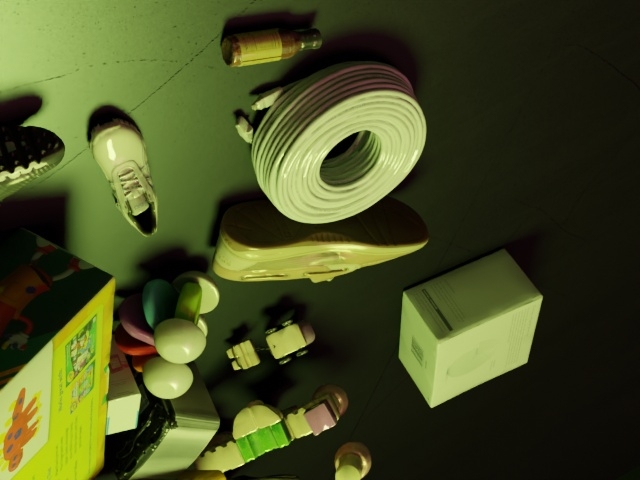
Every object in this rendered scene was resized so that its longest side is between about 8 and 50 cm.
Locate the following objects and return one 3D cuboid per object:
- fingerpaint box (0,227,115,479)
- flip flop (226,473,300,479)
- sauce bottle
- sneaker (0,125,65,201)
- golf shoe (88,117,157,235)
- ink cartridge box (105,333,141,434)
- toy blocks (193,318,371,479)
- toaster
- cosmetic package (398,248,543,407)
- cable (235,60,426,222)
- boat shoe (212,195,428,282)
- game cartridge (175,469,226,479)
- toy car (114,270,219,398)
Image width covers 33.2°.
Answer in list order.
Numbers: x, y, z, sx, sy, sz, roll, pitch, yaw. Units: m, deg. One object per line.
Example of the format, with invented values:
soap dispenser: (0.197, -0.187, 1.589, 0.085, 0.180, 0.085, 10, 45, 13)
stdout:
fingerpaint box: (-0.448, 0.267, 1.401, 0.371, 0.163, 0.445, -51, 163, -42)
flip flop: (-0.147, 0.492, 2.045, 0.277, 0.080, 0.112, -15, 171, 37)
sauce bottle: (-0.060, -0.244, 1.341, 0.128, 0.042, 0.042, -13, 140, -28)
sneaker: (-0.407, -0.060, 1.259, 0.234, 0.078, 0.106, -23, 147, -8)
golf shoe: (-0.238, -0.078, 1.362, 0.069, 0.086, 0.176, -26, 143, -8)
ink cartridge box: (-0.317, 0.217, 1.623, 0.052, 0.122, 0.088, -10, 139, -24)
toy blocks: (-0.085, 0.316, 1.893, 0.288, 0.309, 0.260, -24, 179, 7)
toaster: (-0.261, 0.281, 1.692, 0.110, 0.186, 0.168, 15, 122, -42)
cosmetic package: (0.277, 0.165, 2.022, 0.224, 0.138, 0.224, -21, 143, -16)
cable: (0.029, -0.136, 1.500, 0.257, 0.089, 0.257, -29, 145, -6)
boat shoe: (0.000, 0.000, 1.629, 0.341, 0.122, 0.110, -1, 139, -24)
game cartridge: (-0.350, 0.446, 1.708, 0.323, 0.053, 0.285, -16, -179, -41)
toy car: (-0.235, 0.128, 1.588, 0.136, 0.159, 0.182, 19, 129, -5)
